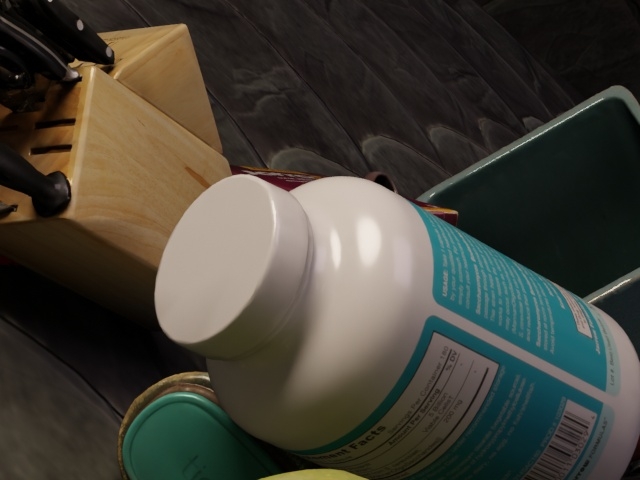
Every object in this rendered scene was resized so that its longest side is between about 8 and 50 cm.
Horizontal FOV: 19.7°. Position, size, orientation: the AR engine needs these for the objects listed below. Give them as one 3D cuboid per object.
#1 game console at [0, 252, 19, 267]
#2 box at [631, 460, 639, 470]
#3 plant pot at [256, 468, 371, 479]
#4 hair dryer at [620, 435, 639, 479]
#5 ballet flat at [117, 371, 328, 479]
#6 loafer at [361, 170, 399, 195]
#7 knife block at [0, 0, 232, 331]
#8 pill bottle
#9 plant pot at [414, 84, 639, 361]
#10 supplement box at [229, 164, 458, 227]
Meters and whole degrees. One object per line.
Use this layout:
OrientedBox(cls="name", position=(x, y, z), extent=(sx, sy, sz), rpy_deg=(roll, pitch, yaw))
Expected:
OrientedBox(cls="game console", position=(-0.251, -0.042, 1.088), extent=(0.144, 0.085, 0.124), rpy_deg=(10, 71, -64))
OrientedBox(cls="box", position=(0.430, 0.353, 1.807), extent=(0.322, 0.058, 0.232), rpy_deg=(48, 16, -2))
OrientedBox(cls="plant pot", position=(0.027, 0.234, 0.754), extent=(0.276, 0.276, 0.254), rpy_deg=(34, 9, -37))
OrientedBox(cls="hair dryer", position=(0.171, 0.151, 1.364), extent=(0.223, 0.080, 0.294), rpy_deg=(-45, 118, -43))
OrientedBox(cls="ballet flat", position=(0.023, 0.212, 1.011), extent=(0.348, 0.123, 0.123), rpy_deg=(49, 16, 13))
OrientedBox(cls="loafer", position=(0.057, 0.053, 1.494), extent=(0.109, 0.095, 0.302), rpy_deg=(34, 21, -39))
OrientedBox(cls="knife block", position=(-0.152, -0.023, 1.074), extent=(0.242, 0.088, 0.276), rpy_deg=(-45, 126, -52))
OrientedBox(cls="pill bottle", position=(0.041, 0.058, 0.979), extent=(0.264, 0.146, 0.146), rpy_deg=(29, 24, -36))
OrientedBox(cls="plant pot", position=(0.278, 0.052, 1.822), extent=(0.252, 0.247, 0.248), rpy_deg=(55, 7, -41))
OrientedBox(cls="supplement box", position=(0.000, 0.000, 1.310), extent=(0.104, 0.081, 0.188), rpy_deg=(3, 8, -32))
